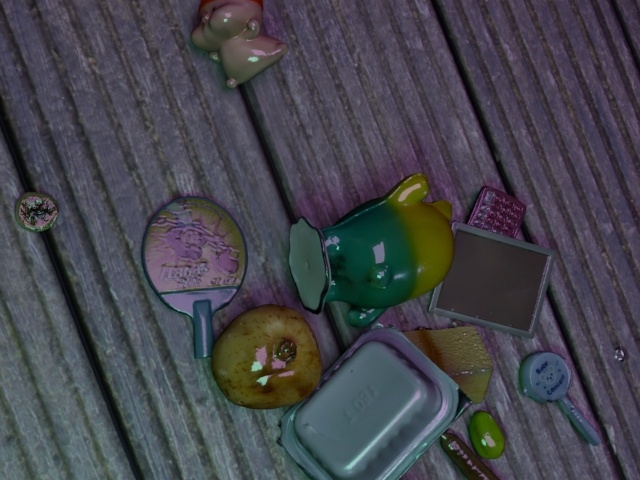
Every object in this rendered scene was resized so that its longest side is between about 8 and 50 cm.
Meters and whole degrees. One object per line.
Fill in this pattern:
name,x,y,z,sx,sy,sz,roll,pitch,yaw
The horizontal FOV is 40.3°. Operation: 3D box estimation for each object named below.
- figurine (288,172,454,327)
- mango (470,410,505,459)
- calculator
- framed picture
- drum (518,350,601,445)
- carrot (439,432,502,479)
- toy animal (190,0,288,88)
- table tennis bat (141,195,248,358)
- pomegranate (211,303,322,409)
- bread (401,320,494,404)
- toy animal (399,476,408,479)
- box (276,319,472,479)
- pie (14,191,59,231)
figurine,0.123,0.027,1.782,0.340,0.231,0.323,-11,115,-25
mango,0.362,0.422,1.895,0.073,0.056,0.108,-8,72,-24
calculator,0.386,-0.020,1.982,0.127,0.034,0.190,25,82,-13
framed picture,0.386,0.090,1.956,0.274,0.017,0.217,17,88,-16
drum,0.533,0.369,1.964,0.130,0.049,0.253,-25,90,-21
carrot,0.369,0.532,1.874,0.070,0.070,0.342,-41,94,-20
toy animal,-0.172,-0.432,1.796,0.171,0.171,0.197,-33,95,-21
table tennis bat,-0.246,0.071,1.750,0.215,0.044,0.329,-3,81,-21
pomegranate,-0.097,0.230,1.684,0.215,0.215,0.215,3,80,-19
bread,0.231,0.275,1.848,0.266,0.142,0.178,-4,95,-11
toy animal,0.115,0.554,1.735,0.208,0.156,0.204,28,77,-17
box,0.083,0.333,1.686,0.336,0.106,0.264,-46,63,-4
pie,-0.544,-0.056,1.675,0.084,0.021,0.084,3,80,-18
